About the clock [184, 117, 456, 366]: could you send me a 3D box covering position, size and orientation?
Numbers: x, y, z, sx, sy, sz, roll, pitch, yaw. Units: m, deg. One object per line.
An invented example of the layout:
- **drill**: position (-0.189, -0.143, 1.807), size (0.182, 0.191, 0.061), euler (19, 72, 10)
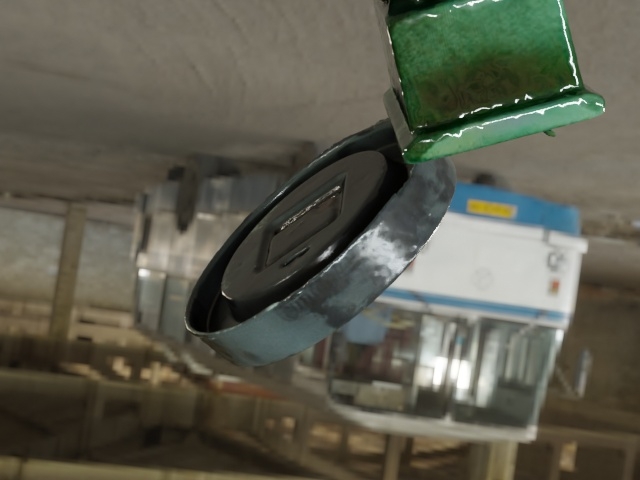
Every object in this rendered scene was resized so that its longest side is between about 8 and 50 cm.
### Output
- **clock**: position (0.000, 0.000, 1.166), size (0.055, 0.280, 0.281), euler (48, 163, -19)

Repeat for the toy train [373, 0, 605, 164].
- **toy train**: position (0.094, -0.176, 0.904), size (0.145, 0.201, 0.266), euler (-14, -166, 4)
